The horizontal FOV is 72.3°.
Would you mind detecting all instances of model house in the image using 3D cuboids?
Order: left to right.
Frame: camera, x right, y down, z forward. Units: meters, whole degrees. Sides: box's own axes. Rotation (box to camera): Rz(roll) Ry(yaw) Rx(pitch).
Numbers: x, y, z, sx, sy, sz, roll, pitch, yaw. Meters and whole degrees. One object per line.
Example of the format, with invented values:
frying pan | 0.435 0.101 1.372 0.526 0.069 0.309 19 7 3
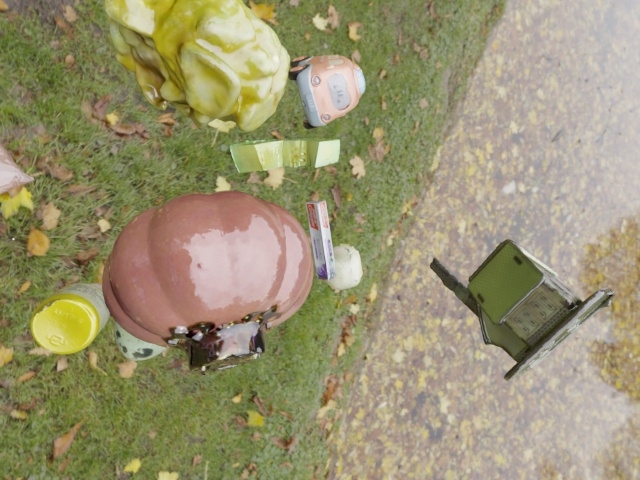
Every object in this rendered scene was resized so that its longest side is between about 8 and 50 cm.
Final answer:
model house | 0.345 0.079 0.819 0.205 0.278 0.218 6 127 -52

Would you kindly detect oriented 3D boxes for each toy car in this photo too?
toy car | 0.028 -0.475 1.344 0.270 0.213 0.180 -88 163 -56

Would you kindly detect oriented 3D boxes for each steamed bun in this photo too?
steamed bun | 0.052 0.064 1.157 0.129 0.113 0.090 -88 169 -50

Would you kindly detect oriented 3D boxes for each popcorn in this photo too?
popcorn | -0.220 -0.370 0.839 0.334 0.292 0.293 17 56 4

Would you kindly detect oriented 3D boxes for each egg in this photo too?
egg | -0.397 0.173 1.038 0.177 0.177 0.228 35 71 -30

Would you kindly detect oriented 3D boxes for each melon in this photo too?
melon | -0.066 -0.176 0.892 0.118 0.210 0.064 -56 144 -73

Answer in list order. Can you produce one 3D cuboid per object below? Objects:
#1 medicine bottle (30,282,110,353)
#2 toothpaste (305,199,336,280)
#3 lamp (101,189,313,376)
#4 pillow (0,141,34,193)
medicine bottle | -0.518 0.150 0.945 0.122 0.212 0.121 -2 99 -12
toothpaste | 0.000 0.000 1.071 0.040 0.047 0.196 -25 111 -50
lamp | -0.152 0.067 0.646 0.306 0.305 0.239 -1 66 -35
pillow | -0.875 -0.173 1.070 0.236 0.084 0.223 -36 88 -16
